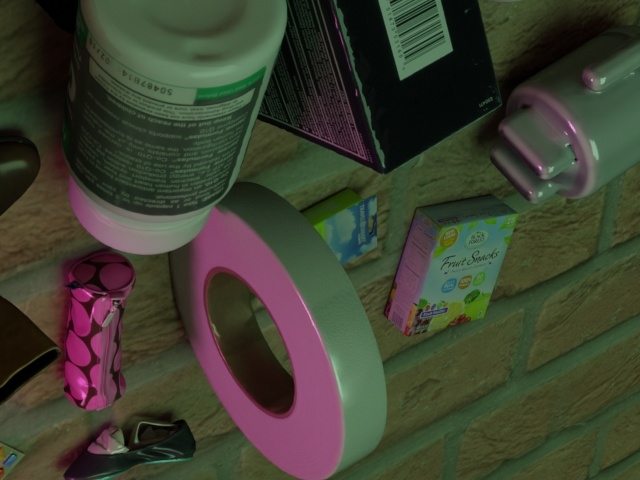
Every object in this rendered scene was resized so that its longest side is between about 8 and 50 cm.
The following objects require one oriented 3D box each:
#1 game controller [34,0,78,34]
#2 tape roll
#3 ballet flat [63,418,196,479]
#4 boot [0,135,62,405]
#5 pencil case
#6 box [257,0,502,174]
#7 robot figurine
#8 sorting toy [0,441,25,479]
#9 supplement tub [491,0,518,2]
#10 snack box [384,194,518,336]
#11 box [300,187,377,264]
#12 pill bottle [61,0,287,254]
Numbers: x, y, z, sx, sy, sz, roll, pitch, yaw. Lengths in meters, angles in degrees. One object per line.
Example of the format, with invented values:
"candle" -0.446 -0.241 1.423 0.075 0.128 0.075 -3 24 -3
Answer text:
"game controller" -0.273 -0.349 1.332 0.166 0.067 0.319 -45 143 -5
"tape roll" -0.063 0.114 1.669 0.072 0.392 0.392 -26 137 -27
"ballet flat" -0.271 0.291 1.883 0.203 0.074 0.074 -8 127 -32
"boot" -0.355 0.034 1.401 0.264 0.280 0.096 -35 140 -17
"pencil case" -0.283 0.122 1.694 0.095 0.098 0.209 -19 134 -33
"box" 0.015 -0.269 1.443 0.183 0.294 0.296 -31 122 -23
"robot figurine" 0.426 -0.199 2.025 0.353 0.200 0.300 -32 162 -21
"sorting toy" -0.438 0.309 1.770 0.083 0.012 0.062 -49 142 -1
"supplement tub" 0.179 -0.454 1.540 0.241 0.241 0.331 -52 142 4
"snack box" 0.209 0.040 2.123 0.174 0.070 0.207 -11 127 -37
"box" 0.000 0.000 1.909 0.178 0.042 0.109 -28 138 -25
"pill bottle" -0.169 -0.146 1.420 0.204 0.204 0.361 -24 158 -28
